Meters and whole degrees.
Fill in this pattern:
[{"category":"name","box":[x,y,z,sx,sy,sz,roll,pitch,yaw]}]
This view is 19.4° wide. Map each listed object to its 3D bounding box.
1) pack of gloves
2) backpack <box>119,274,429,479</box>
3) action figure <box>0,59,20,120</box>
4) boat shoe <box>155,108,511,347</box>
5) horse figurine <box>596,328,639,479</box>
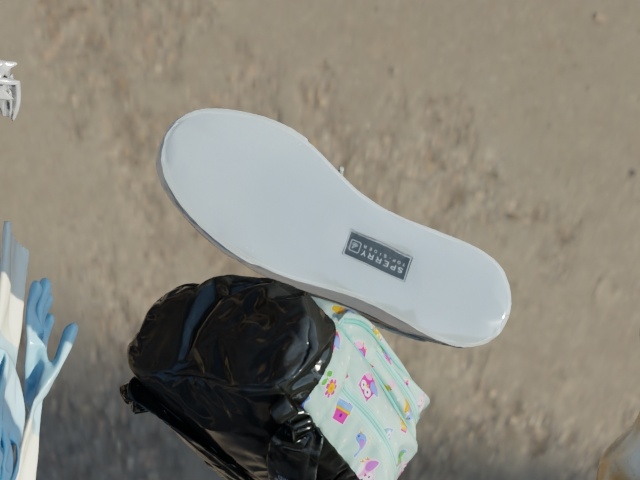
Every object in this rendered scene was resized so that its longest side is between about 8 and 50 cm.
[{"category":"pack of gloves","box":[-0.242,0.124,1.607,0.046,0.195,0.232,1,70,2]},{"category":"backpack","box":[-0.012,0.101,1.127,0.152,0.182,0.115,12,63,42]},{"category":"action figure","box":[-0.380,-0.160,1.792,0.185,0.285,0.099,15,101,-19]},{"category":"boat shoe","box":[0.002,-0.004,1.474,0.306,0.105,0.113,23,75,-17]},{"category":"horse figurine","box":[0.244,0.147,1.196,0.174,0.263,0.066,34,45,15]}]
